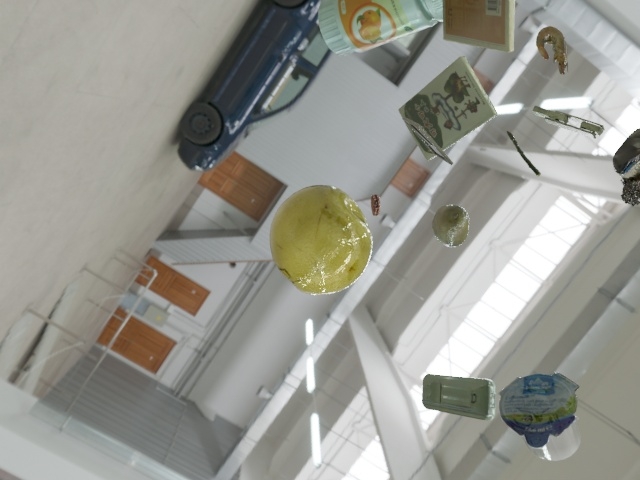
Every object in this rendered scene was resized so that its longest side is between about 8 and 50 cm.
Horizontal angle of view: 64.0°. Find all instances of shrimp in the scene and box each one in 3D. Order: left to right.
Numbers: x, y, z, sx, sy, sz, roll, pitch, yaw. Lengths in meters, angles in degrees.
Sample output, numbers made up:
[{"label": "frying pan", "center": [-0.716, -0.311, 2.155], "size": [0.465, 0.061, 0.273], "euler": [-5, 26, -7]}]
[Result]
[{"label": "shrimp", "center": [0.712, -0.582, 1.566], "size": [0.045, 0.095, 0.162], "euler": [152, -68, -65]}]

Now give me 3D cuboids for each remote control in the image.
[{"label": "remote control", "center": [0.456, 0.526, 1.740], "size": [0.335, 0.066, 0.127], "euler": [-22, -119, 62]}]

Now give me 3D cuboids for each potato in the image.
[{"label": "potato", "center": [0.587, -0.072, 2.292], "size": [0.159, 0.174, 0.251], "euler": [-48, 164, -13]}]

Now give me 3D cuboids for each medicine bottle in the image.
[{"label": "medicine bottle", "center": [0.156, -0.540, 1.173], "size": [0.318, 0.158, 0.158], "euler": [-7, -138, 38]}]

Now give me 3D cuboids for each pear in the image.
[{"label": "pear", "center": [0.000, 0.000, 1.634], "size": [0.348, 0.348, 0.348], "euler": [-54, -170, 14]}]

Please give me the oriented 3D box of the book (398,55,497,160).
[{"label": "book", "center": [0.490, -0.510, 2.026], "size": [0.043, 0.260, 0.371], "euler": [-25, 175, -37]}]

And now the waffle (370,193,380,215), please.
[{"label": "waffle", "center": [0.195, -0.126, 1.822], "size": [0.083, 0.029, 0.075], "euler": [98, -13, -73]}]

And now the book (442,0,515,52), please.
[{"label": "book", "center": [0.280, -0.440, 0.928], "size": [0.241, 0.018, 0.170], "euler": [-119, -164, -60]}]

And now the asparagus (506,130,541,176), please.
[{"label": "asparagus", "center": [0.538, -0.232, 1.364], "size": [0.016, 0.016, 0.162], "euler": [114, -36, -50]}]

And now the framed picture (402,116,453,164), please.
[{"label": "framed picture", "center": [0.280, -0.261, 1.341], "size": [0.011, 0.149, 0.109], "euler": [-45, -153, 8]}]

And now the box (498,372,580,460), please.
[{"label": "box", "center": [0.757, 0.620, 1.707], "size": [0.262, 0.206, 0.291], "euler": [-18, -152, 28]}]

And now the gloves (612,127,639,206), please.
[{"label": "gloves", "center": [1.038, -0.219, 1.643], "size": [0.135, 0.312, 0.210], "euler": [16, -96, 42]}]

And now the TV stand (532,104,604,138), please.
[{"label": "TV stand", "center": [0.845, -0.411, 1.765], "size": [0.249, 0.036, 0.042], "euler": [36, -82, 39]}]
